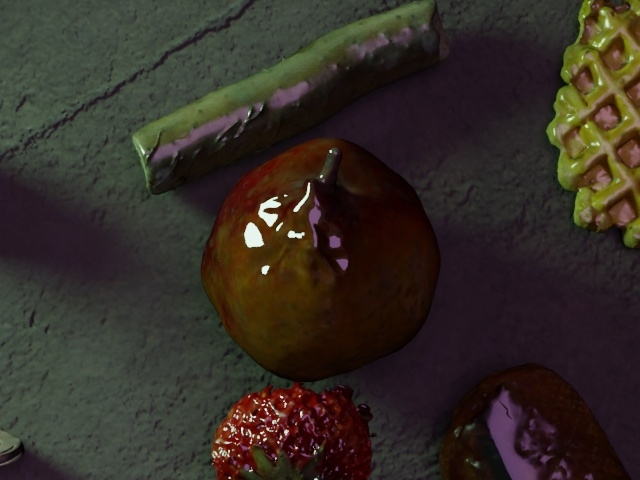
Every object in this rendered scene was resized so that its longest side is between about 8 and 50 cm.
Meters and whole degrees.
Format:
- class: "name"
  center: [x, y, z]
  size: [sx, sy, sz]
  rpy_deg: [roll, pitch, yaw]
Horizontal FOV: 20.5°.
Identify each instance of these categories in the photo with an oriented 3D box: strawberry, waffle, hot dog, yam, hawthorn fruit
- class: "strawberry"
  center: [-0.023, 0.189, 1.512]
  size: [0.145, 0.086, 0.145]
  rpy_deg: [4, 121, 7]
- class: "waffle"
  center: [0.345, -0.114, 1.670]
  size: [0.291, 0.051, 0.291]
  rpy_deg: [1, 81, -8]
- class: "hot dog"
  center: [0.200, 0.219, 1.570]
  size: [0.160, 0.099, 0.227]
  rpy_deg: [-24, 86, -13]
- class: "yam"
  center: [-0.025, -0.133, 1.595]
  size: [0.317, 0.067, 0.071]
  rpy_deg: [-26, 129, -13]
- class: "hawthorn fruit"
  center: [0.000, 0.000, 1.489]
  size: [0.208, 0.248, 0.208]
  rpy_deg: [-1, 61, 2]

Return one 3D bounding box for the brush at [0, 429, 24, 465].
- class: "brush"
  center: [-0.406, 0.199, 1.486]
  size: [0.313, 0.072, 0.067]
  rpy_deg: [-4, 112, -16]
